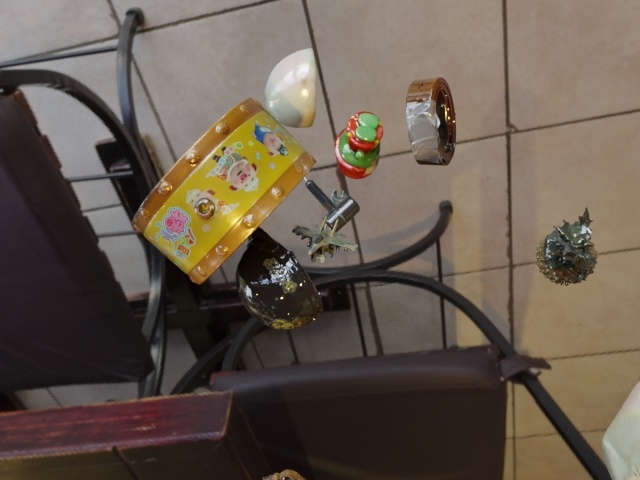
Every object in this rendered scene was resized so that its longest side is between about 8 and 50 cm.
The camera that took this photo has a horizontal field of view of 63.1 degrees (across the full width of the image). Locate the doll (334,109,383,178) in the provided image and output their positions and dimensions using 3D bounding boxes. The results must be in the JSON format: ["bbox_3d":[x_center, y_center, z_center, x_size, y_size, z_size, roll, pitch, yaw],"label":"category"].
[{"bbox_3d":[0.130,-0.312,1.833,0.160,0.183,0.363,5,162,4],"label":"doll"}]

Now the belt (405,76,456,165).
[{"bbox_3d":[0.335,-0.353,1.570,0.105,0.184,0.261,7,113,35],"label":"belt"}]

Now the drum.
[{"bbox_3d":[-0.222,-0.112,1.226,0.214,0.431,0.431,44,118,-9],"label":"drum"}]

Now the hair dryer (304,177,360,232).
[{"bbox_3d":[0.023,-0.144,1.799,0.219,0.071,0.124,45,84,-3],"label":"hair dryer"}]

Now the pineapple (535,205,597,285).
[{"bbox_3d":[0.457,0.022,0.952,0.125,0.125,0.251,-18,163,15],"label":"pineapple"}]

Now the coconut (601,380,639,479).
[{"bbox_3d":[0.485,0.271,0.647,0.241,0.241,0.241,1,126,2],"label":"coconut"}]

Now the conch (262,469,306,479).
[{"bbox_3d":[-0.048,0.696,1.435,0.232,0.080,0.086,29,150,1],"label":"conch"}]

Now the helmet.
[{"bbox_3d":[-0.128,0.115,1.311,0.279,0.160,0.230,46,163,6],"label":"helmet"}]

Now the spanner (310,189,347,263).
[{"bbox_3d":[0.034,-0.054,2.015,0.071,0.017,0.302,18,88,-19],"label":"spanner"}]

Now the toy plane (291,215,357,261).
[{"bbox_3d":[-0.003,0.010,1.425,0.192,0.262,0.088,18,117,9],"label":"toy plane"}]

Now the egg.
[{"bbox_3d":[-0.106,-0.490,1.737,0.161,0.206,0.271,-4,142,-11],"label":"egg"}]
